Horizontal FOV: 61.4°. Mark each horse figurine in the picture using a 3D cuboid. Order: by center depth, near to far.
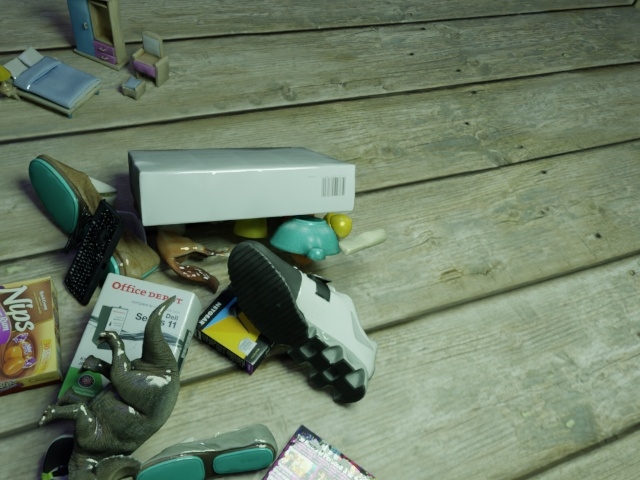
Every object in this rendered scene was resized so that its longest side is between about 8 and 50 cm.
[{"bbox_3d":[-0.268,-0.014,1.066,0.175,0.066,0.263,-4,50,-23],"label":"horse figurine"}]

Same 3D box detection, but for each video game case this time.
[{"bbox_3d":[0.005,0.422,0.785,0.232,0.041,0.210,31,54,13],"label":"video game case"}]

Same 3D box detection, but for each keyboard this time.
[{"bbox_3d":[-0.412,0.017,0.941,0.100,0.192,0.038,41,21,22],"label":"keyboard"}]

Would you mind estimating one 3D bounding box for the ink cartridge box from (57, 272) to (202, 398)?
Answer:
[{"bbox_3d":[-0.297,0.172,0.867,0.153,0.087,0.208,13,66,0],"label":"ink cartridge box"}]

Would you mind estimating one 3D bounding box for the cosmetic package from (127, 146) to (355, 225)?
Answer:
[{"bbox_3d":[-0.163,-0.118,1.040,0.378,0.097,0.284,-5,20,-21],"label":"cosmetic package"}]

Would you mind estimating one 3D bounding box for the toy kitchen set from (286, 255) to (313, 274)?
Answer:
[{"bbox_3d":[-0.026,0.055,1.055,0.083,0.068,0.075,25,52,9],"label":"toy kitchen set"}]

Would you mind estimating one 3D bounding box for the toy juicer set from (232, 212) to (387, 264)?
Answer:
[{"bbox_3d":[0.000,0.000,1.034,0.209,0.089,0.329,-3,16,-44],"label":"toy juicer set"}]

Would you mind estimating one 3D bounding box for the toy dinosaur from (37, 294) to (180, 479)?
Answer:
[{"bbox_3d":[-0.272,0.225,0.752,0.160,0.121,0.313,35,73,-7],"label":"toy dinosaur"}]

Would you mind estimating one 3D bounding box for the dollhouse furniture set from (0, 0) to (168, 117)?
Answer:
[{"bbox_3d":[-0.564,-0.433,1.254,0.287,0.198,0.303,23,52,8],"label":"dollhouse furniture set"}]

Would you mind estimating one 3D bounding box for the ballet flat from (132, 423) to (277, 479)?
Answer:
[{"bbox_3d":[-0.174,0.327,0.823,0.214,0.072,0.068,-5,26,-16],"label":"ballet flat"}]

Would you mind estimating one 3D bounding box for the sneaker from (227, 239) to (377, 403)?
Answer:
[{"bbox_3d":[-0.023,0.117,0.940,0.330,0.123,0.146,51,39,-10],"label":"sneaker"}]

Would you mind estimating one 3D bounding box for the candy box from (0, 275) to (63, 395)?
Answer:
[{"bbox_3d":[-0.495,0.155,0.895,0.109,0.053,0.186,-10,56,-18],"label":"candy box"}]

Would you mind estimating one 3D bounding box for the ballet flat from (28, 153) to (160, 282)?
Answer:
[{"bbox_3d":[-0.426,-0.046,1.042,0.342,0.116,0.124,43,36,21],"label":"ballet flat"}]

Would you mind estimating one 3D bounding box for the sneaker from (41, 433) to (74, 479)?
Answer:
[{"bbox_3d":[-0.333,0.367,0.729,0.084,0.097,0.234,-12,55,-20],"label":"sneaker"}]

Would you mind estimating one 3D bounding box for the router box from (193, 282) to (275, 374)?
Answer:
[{"bbox_3d":[-0.125,0.135,0.986,0.133,0.046,0.179,30,53,12],"label":"router box"}]
